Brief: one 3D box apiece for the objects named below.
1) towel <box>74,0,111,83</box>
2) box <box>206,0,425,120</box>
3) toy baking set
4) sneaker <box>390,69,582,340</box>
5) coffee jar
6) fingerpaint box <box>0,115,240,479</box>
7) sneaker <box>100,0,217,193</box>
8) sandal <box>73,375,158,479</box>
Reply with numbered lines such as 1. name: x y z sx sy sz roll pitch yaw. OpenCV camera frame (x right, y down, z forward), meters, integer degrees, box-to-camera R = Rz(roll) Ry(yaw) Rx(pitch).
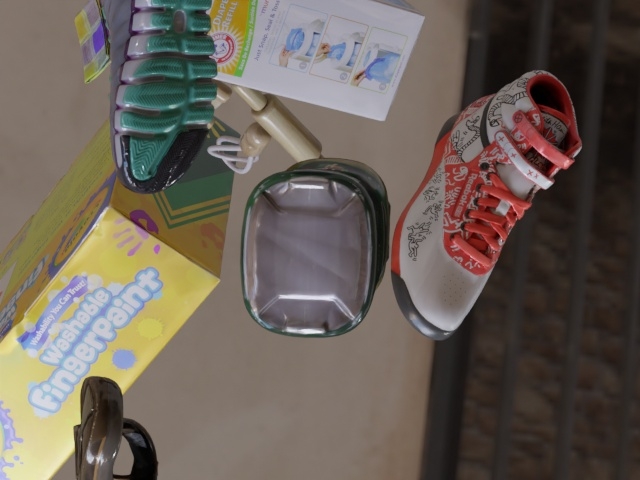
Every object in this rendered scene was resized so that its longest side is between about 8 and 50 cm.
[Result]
1. towel: -0.244 -0.217 1.926 0.009 0.083 0.060 3 155 -35
2. box: -0.034 -0.188 1.542 0.203 0.103 0.114 11 -161 -30
3. toy baking set: -0.075 -0.109 1.791 0.196 0.030 0.256 11 156 50
4. sneaker: 0.155 -0.042 1.643 0.090 0.270 0.145 37 139 -21
5. coffee jar: 0.000 0.000 1.088 0.079 0.096 0.184 2 -175 5
6. fingerpaint box: -0.292 0.066 2.189 0.163 0.371 0.445 34 114 -16
7. sneaker: -0.132 -0.151 1.384 0.083 0.224 0.098 4 -171 -38
8. sandal: -0.142 0.154 1.266 0.060 0.090 0.219 -1 152 -10
